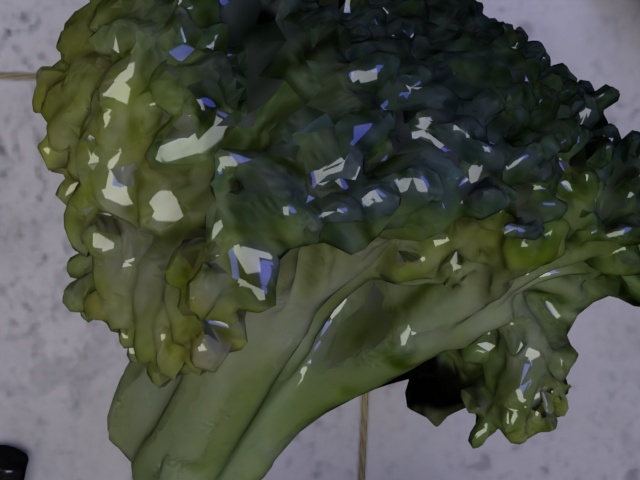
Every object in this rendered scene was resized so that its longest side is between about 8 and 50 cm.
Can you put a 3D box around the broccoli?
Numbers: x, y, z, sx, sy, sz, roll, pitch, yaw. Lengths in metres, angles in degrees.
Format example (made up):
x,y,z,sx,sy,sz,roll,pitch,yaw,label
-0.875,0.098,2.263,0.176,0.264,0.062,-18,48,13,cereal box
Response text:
x,y,z,sx,sy,sz,roll,pitch,yaw,label
0.003,0.006,0.541,0.293,0.348,0.281,34,107,-1,broccoli

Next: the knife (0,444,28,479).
x,y,z,sx,sy,sz,roll,pitch,yaw,label
-0.233,0.243,0.732,0.060,0.028,0.230,11,102,8,knife
